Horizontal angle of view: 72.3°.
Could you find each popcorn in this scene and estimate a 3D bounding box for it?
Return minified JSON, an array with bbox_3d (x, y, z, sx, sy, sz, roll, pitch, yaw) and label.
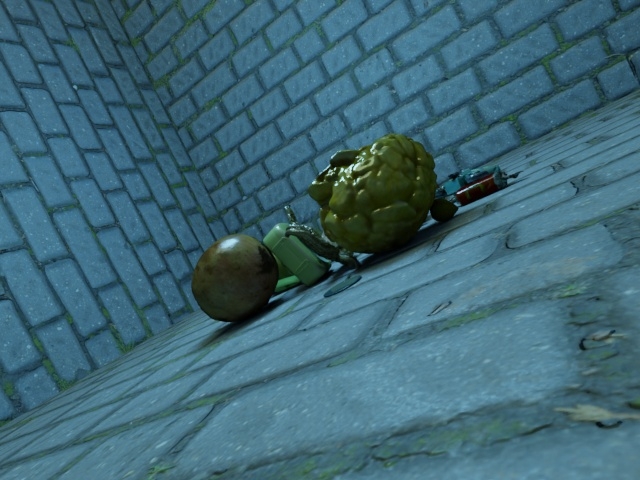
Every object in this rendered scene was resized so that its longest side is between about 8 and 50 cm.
[{"bbox_3d":[0.180,-0.125,1.340,0.389,0.344,0.354,-21,47,2],"label":"popcorn"}]

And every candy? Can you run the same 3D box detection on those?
[{"bbox_3d":[0.542,-0.176,1.487,0.292,0.059,0.086,-27,3,35],"label":"candy"}]

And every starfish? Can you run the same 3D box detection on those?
[{"bbox_3d":[0.000,0.000,1.511,0.083,0.323,0.432,-59,8,9],"label":"starfish"}]

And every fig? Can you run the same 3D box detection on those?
[{"bbox_3d":[0.386,-0.096,1.373,0.087,0.074,0.074,-3,5,5],"label":"fig"}]

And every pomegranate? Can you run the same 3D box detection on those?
[{"bbox_3d":[-0.288,0.128,1.485,0.321,0.323,0.322,-27,2,1],"label":"pomegranate"}]

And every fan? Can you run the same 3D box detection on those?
[{"bbox_3d":[0.064,0.113,1.177,0.113,0.005,0.175,-27,4,17],"label":"fan"}]

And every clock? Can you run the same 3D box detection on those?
[{"bbox_3d":[-0.066,0.046,1.581,0.096,0.235,0.308,-48,-8,9],"label":"clock"}]

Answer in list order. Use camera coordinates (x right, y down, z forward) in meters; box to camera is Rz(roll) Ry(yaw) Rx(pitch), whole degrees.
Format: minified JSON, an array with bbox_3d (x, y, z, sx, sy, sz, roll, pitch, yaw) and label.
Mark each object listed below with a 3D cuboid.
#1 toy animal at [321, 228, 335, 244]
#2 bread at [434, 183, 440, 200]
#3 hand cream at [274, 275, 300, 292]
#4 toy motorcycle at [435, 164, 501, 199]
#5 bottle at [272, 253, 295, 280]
[{"bbox_3d":[0.078,-0.011,1.960,0.166,0.154,0.250,-37,16,21],"label":"toy animal"},{"bbox_3d":[0.520,-0.233,2.097,0.114,0.132,0.190,-25,5,7],"label":"bread"},{"bbox_3d":[-0.127,0.168,1.711,0.174,0.046,0.095,-19,5,26],"label":"hand cream"},{"bbox_3d":[0.584,-0.224,1.735,0.198,0.110,0.296,-17,-3,-18],"label":"toy motorcycle"},{"bbox_3d":[-0.276,0.171,1.861,0.350,0.172,0.171,-29,2,9],"label":"bottle"}]
